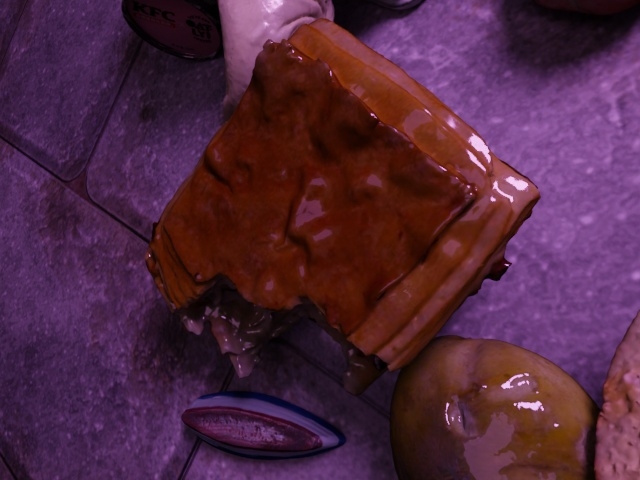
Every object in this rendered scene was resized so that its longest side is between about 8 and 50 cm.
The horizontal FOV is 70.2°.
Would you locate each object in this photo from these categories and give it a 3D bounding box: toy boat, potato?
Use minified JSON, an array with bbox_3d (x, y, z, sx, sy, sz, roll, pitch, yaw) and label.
[{"bbox_3d":[-0.079,0.232,0.563,0.229,0.046,0.080,-3,74,31],"label":"toy boat"},{"bbox_3d":[0.150,0.196,0.378,0.197,0.149,0.228,-13,78,57],"label":"potato"}]

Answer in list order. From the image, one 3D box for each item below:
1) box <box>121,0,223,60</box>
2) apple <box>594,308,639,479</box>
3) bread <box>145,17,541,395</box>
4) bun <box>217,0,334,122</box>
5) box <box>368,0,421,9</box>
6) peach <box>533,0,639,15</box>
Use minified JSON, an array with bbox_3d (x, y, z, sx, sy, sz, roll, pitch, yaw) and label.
[{"bbox_3d":[-0.208,-0.378,0.698,0.151,0.151,0.134,2,72,30],"label":"box"},{"bbox_3d":[0.351,0.125,0.225,0.309,0.252,0.313,25,90,-5],"label":"apple"},{"bbox_3d":[0.000,0.000,0.482,0.314,0.192,0.370,49,117,22],"label":"bread"},{"bbox_3d":[-0.050,-0.239,0.554,0.145,0.229,0.229,1,78,-11],"label":"bun"},{"bbox_3d":[-0.007,-0.424,0.541,0.312,0.183,0.175,33,110,27],"label":"box"},{"bbox_3d":[0.262,-0.298,0.418,0.152,0.152,0.151,-6,78,29],"label":"peach"}]
